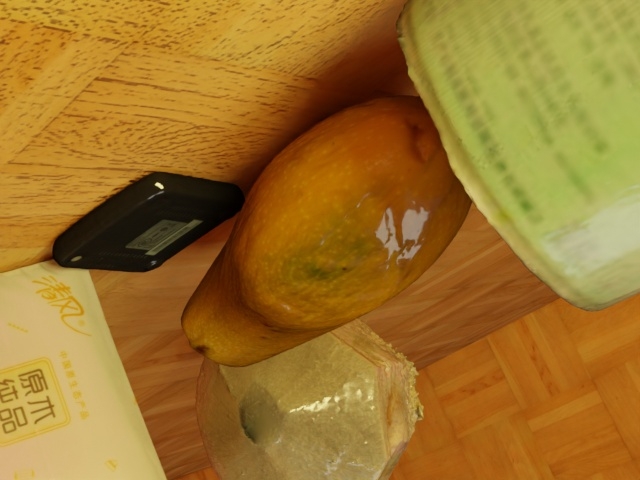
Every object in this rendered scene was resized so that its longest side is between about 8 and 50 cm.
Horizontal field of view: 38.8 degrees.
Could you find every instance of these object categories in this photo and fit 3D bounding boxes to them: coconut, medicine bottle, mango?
[{"bbox_3d":[-0.014,0.227,1.236,0.298,0.297,0.309,-28,170,14],"label":"coconut"},{"bbox_3d":[0.270,-0.149,0.482,0.406,0.235,0.236,-32,163,27],"label":"medicine bottle"},{"bbox_3d":[0.002,-0.001,0.744,0.187,0.144,0.359,-33,174,-35],"label":"mango"}]

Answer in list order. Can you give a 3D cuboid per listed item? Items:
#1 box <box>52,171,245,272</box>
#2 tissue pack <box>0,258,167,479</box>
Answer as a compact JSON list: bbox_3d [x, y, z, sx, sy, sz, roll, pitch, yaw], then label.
[{"bbox_3d":[-0.138,-0.011,0.736,0.126,0.027,0.125,-31,163,24],"label":"box"},{"bbox_3d":[-0.249,0.147,0.725,0.185,0.225,0.124,-16,163,-30],"label":"tissue pack"}]
